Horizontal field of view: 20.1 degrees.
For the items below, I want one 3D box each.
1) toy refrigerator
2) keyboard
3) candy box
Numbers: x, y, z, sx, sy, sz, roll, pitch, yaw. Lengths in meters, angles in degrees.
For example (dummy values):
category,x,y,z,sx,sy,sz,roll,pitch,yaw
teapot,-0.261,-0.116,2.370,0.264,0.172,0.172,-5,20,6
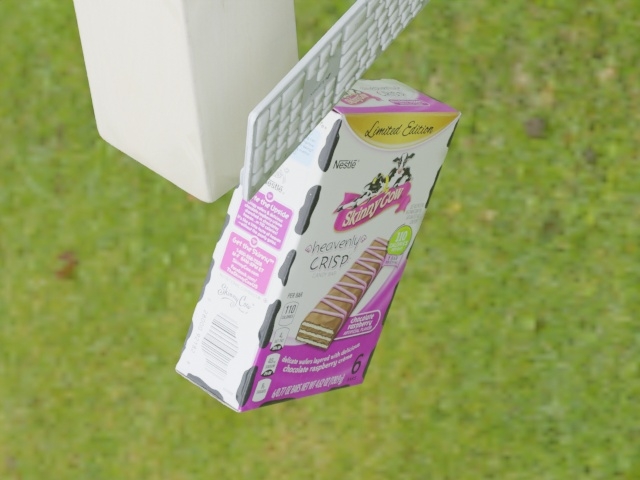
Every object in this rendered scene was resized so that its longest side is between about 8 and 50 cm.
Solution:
category,x,y,z,sx,sy,sz,roll,pitch,yaw
toy refrigerator,-0.078,-0.163,1.019,0.102,0.094,0.270,31,144,32
keyboard,0.032,-0.124,1.010,0.014,0.256,0.072,33,147,11
candy box,0.000,0.000,1.317,0.071,0.159,0.233,29,110,31
